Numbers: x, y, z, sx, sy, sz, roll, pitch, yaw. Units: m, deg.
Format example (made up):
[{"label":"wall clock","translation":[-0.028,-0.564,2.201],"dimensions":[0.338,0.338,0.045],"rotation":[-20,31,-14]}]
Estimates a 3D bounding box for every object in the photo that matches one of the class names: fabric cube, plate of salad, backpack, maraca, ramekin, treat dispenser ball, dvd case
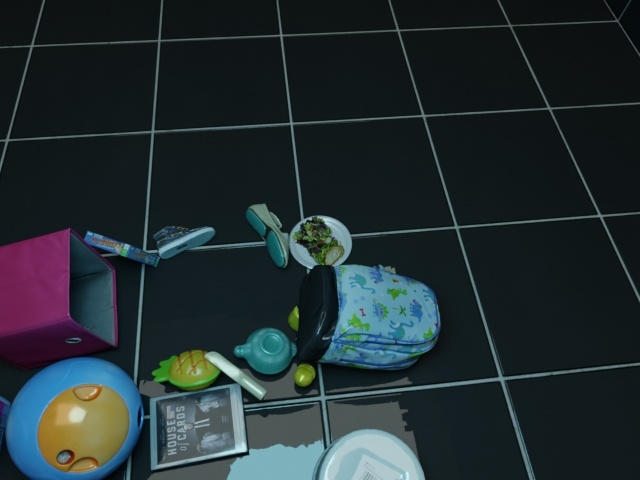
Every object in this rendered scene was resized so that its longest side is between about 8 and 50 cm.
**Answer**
[{"label":"fabric cube","translation":[-0.712,0.161,1.332],"dimensions":[0.258,0.254,0.259],"rotation":[-14,61,-1]},{"label":"plate of salad","translation":[0.000,0.000,1.598],"dimensions":[0.199,0.048,0.200],"rotation":[1,59,-1]},{"label":"backpack","translation":[0.141,0.210,1.362],"dimensions":[0.355,0.273,0.290],"rotation":[27,41,-20]},{"label":"maraca","translation":[-0.352,0.342,1.349],"dimensions":[0.185,0.099,0.127],"rotation":[-1,21,13]},{"label":"ramekin","translation":[0.116,0.584,1.202],"dimensions":[0.277,0.135,0.277],"rotation":[1,59,-1]},{"label":"treat dispenser ball","translation":[-0.563,0.418,1.183],"dimensions":[0.288,0.288,0.288],"rotation":[1,59,-2]},{"label":"dvd case","translation":[-0.314,0.475,1.310],"dimensions":[0.238,0.030,0.179],"rotation":[-8,59,-8]}]

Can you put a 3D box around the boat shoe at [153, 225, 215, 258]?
[{"label":"boat shoe","translation":[-0.424,-0.018,1.579],"dimensions":[0.183,0.065,0.083],"rotation":[-24,63,-15]}]

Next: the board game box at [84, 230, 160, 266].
[{"label":"board game box","translation":[-0.566,0.028,1.469],"dimensions":[0.136,0.201,0.035],"rotation":[18,81,7]}]

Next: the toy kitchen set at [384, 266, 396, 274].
[{"label":"toy kitchen set","translation":[0.184,0.117,1.523],"dimensions":[0.075,0.068,0.083],"rotation":[-5,59,-6]}]

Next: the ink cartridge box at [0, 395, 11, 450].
[{"label":"ink cartridge box","translation":[-0.913,0.560,1.162],"dimensions":[0.269,0.151,0.396],"rotation":[-3,57,-4]}]

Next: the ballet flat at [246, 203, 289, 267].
[{"label":"ballet flat","translation":[-0.144,-0.022,1.592],"dimensions":[0.086,0.086,0.248],"rotation":[-26,63,-17]}]

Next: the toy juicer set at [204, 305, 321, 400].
[{"label":"toy juicer set","translation":[-0.119,0.324,1.376],"dimensions":[0.329,0.089,0.209],"rotation":[-26,66,-29]}]
